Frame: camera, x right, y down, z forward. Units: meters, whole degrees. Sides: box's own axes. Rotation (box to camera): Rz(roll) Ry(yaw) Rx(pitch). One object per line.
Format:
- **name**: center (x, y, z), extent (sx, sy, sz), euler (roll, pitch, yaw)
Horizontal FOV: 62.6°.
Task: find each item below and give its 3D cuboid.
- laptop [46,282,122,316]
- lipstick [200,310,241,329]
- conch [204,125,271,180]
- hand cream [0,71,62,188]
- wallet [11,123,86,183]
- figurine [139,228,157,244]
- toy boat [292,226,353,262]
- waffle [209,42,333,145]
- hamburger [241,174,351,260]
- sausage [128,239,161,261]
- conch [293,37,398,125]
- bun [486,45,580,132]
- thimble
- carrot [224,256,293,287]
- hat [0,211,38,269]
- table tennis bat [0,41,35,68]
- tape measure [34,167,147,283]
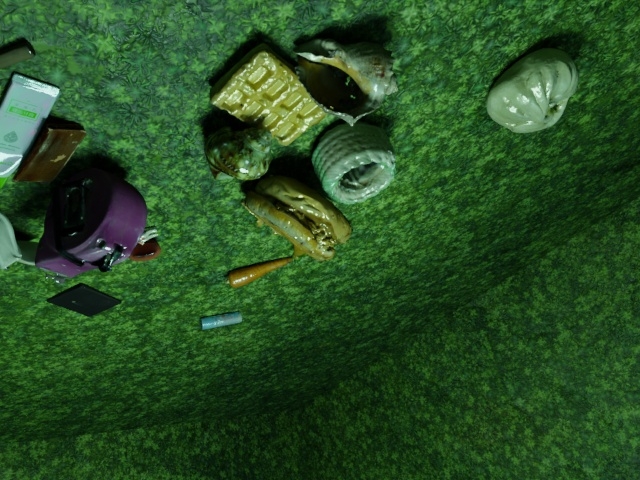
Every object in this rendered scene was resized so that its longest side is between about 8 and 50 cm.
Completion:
- **laptop**: center (-0.748, 0.196, 1.675), extent (0.135, 0.016, 0.197), euler (-25, 151, 9)
- **lipstick**: center (-0.394, 0.316, 2.085), extent (0.157, 0.048, 0.048), euler (-8, 149, -24)
- **conch**: center (-0.185, -0.202, 1.231), extent (0.181, 0.124, 0.187), euler (6, -175, 28)
- **hand cream**: center (-0.611, -0.212, 1.052), extent (0.275, 0.050, 0.079), euler (-45, 171, 29)
- **wallet**: center (-0.573, -0.183, 1.115), extent (0.176, 0.026, 0.095), euler (-41, 165, 29)
- **figurine**: center (-0.507, -0.008, 1.458), extent (0.109, 0.047, 0.064), euler (-19, 140, -23)
- **toy boat**: center (0.000, 0.000, 1.767), extent (0.229, 0.089, 0.088), euler (-28, 137, 4)
- **waffle**: center (-0.102, -0.321, 1.184), extent (0.168, 0.057, 0.274), euler (-36, 148, 24)
- **hamburger**: center (-0.068, -0.068, 1.457), extent (0.158, 0.318, 0.318), euler (-60, 149, -7)
- **sausage**: center (-0.506, 0.030, 1.509), extent (0.094, 0.059, 0.054), euler (-11, 171, -21)
- **conch**: center (0.051, -0.349, 1.135), extent (0.245, 0.178, 0.163), euler (17, 148, -17)
- **bun**: center (0.579, -0.388, 1.426), extent (0.259, 0.160, 0.259), euler (-15, 153, -8)
- **thimble**: center (0.091, -0.210, 1.407), extent (0.218, 0.150, 0.219), euler (-16, 151, -9)
- **carrot**: center (-0.212, 0.107, 1.845), extent (0.256, 0.061, 0.061), euler (-18, 151, -12)
- **hat**: center (-0.764, -0.013, 1.205), extent (0.257, 0.168, 0.301), euler (-1, 178, 9)
- **table tennis bat**: center (-0.615, -0.296, 0.924), extent (0.234, 0.022, 0.131), euler (-19, 150, 0)
- **tape measure**: center (-0.518, -0.037, 1.193), extent (0.231, 0.246, 0.149), euler (-15, 154, 23)
